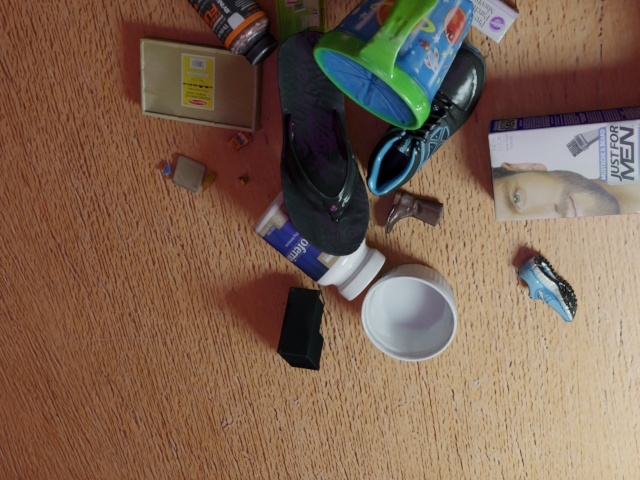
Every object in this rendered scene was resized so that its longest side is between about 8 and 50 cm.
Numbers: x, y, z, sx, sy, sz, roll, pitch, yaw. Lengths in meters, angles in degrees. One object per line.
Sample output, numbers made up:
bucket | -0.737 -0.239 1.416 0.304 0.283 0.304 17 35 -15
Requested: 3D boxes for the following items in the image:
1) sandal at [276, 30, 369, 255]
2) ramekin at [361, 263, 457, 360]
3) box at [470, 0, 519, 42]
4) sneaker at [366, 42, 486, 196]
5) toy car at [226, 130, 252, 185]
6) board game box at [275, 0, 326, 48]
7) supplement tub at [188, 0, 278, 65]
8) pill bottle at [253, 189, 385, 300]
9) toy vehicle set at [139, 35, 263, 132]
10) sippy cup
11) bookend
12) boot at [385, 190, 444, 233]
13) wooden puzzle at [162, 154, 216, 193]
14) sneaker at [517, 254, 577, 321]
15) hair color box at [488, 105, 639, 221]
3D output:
sandal | -0.007 -0.177 1.400 0.167 0.107 0.446 -11 100 1
ramekin | 0.199 0.148 1.581 0.207 0.109 0.207 6 115 13
box | 0.215 -0.484 1.327 0.324 0.063 0.067 35 118 -1
sneaker | 0.204 -0.221 1.403 0.125 0.140 0.341 33 116 2
toy car | -0.168 -0.180 1.581 0.060 0.040 0.122 -15 108 21
board game box | -0.037 -0.429 1.434 0.092 0.043 0.181 2 113 16
supplement tub | -0.170 -0.443 1.422 0.106 0.106 0.198 -39 92 26
pill bottle | 0.000 0.000 1.550 0.264 0.153 0.153 39 117 -4
toy vehicle set | -0.256 -0.334 1.541 0.266 0.035 0.166 11 115 11
sippy cup | 0.142 -0.351 1.263 0.240 0.305 0.224 39 85 -33
bookend | -0.036 0.208 1.683 0.072 0.156 0.157 6 70 13
boot | 0.202 -0.045 1.540 0.114 0.037 0.106 17 119 3
wooden puzzle | -0.299 -0.151 1.647 0.116 0.014 0.078 30 113 2
sneaker | 0.478 0.106 1.522 0.162 0.063 0.073 51 134 -5
hair color box | 0.498 -0.145 1.371 0.338 0.110 0.185 -3 113 19
